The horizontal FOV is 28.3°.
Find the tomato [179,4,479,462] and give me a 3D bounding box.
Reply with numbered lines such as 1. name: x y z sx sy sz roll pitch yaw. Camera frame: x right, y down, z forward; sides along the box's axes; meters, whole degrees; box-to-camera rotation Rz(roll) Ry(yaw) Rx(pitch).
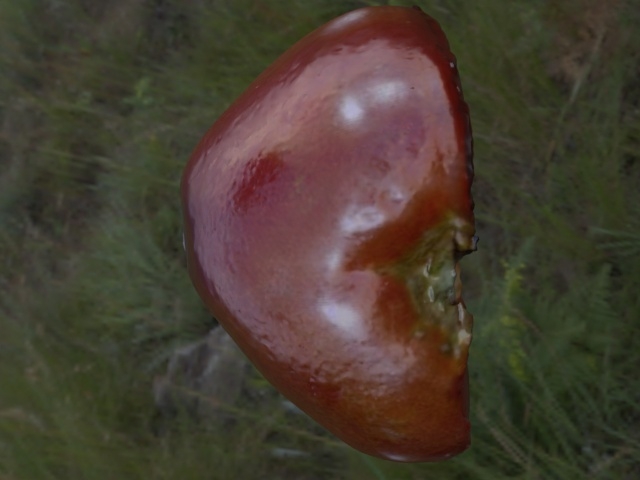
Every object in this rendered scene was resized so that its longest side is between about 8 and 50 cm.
1. tomato: 0.000 0.000 0.646 0.200 0.140 0.233 -121 28 -78
